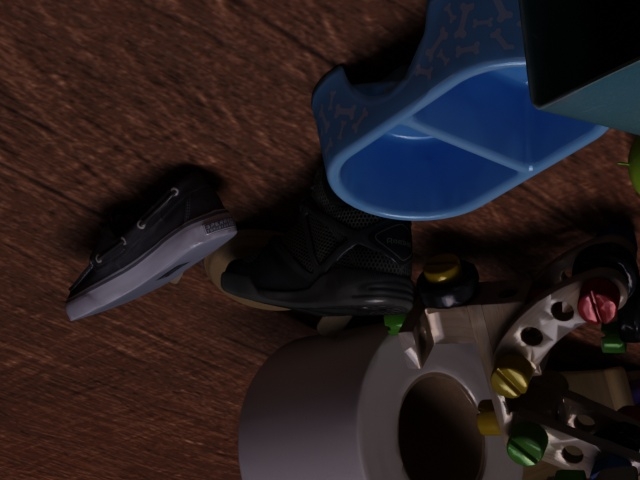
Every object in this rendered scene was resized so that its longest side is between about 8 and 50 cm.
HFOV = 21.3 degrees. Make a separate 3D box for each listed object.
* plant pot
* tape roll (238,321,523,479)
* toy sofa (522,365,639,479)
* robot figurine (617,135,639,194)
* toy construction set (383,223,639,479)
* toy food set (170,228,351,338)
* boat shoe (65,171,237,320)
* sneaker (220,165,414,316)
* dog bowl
[{"bbox_3d":[0.263,-0.155,1.084,0.234,0.165,0.166,16,151,-41],"label":"plant pot"},{"bbox_3d":[0.062,0.203,1.684,0.169,0.246,0.246,-13,150,44],"label":"tape roll"},{"bbox_3d":[0.203,0.258,1.850,0.177,0.150,0.362,3,159,-40],"label":"toy sofa"},{"bbox_3d":[0.298,-0.063,1.353,0.115,0.067,0.101,-8,158,21],"label":"robot figurine"},{"bbox_3d":[0.175,0.144,1.546,0.237,0.308,0.257,0,145,17],"label":"toy construction set"},{"bbox_3d":[-0.051,0.023,1.599,0.192,0.038,0.132,19,143,-13],"label":"toy food set"},{"bbox_3d":[-0.165,0.004,1.527,0.080,0.076,0.228,-19,171,-43],"label":"boat shoe"},{"bbox_3d":[0.000,0.000,1.479,0.087,0.130,0.227,14,168,-35],"label":"sneaker"},{"bbox_3d":[0.112,-0.100,1.294,0.166,0.074,0.297,19,149,-29],"label":"dog bowl"}]
